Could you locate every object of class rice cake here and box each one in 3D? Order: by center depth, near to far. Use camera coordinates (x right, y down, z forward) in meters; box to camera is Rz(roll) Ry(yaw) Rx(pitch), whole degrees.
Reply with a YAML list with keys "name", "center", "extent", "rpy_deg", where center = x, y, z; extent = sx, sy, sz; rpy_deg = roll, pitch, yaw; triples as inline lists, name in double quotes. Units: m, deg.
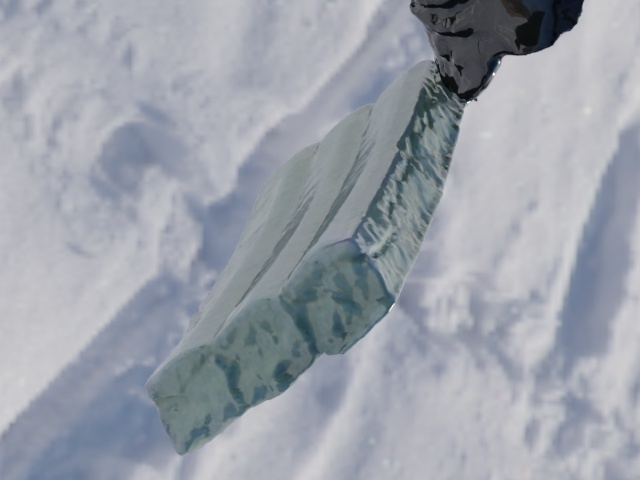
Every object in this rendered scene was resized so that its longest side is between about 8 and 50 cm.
- name: "rice cake"
  center: [0.000, 0.000, 0.749]
  extent: [0.043, 0.127, 0.237]
  rpy_deg: [49, 26, -10]

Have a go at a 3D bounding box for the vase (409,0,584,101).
- name: "vase"
  center: [0.029, -0.184, 0.763]
  extent: [0.237, 0.115, 0.115]
  rpy_deg: [51, 44, -7]
